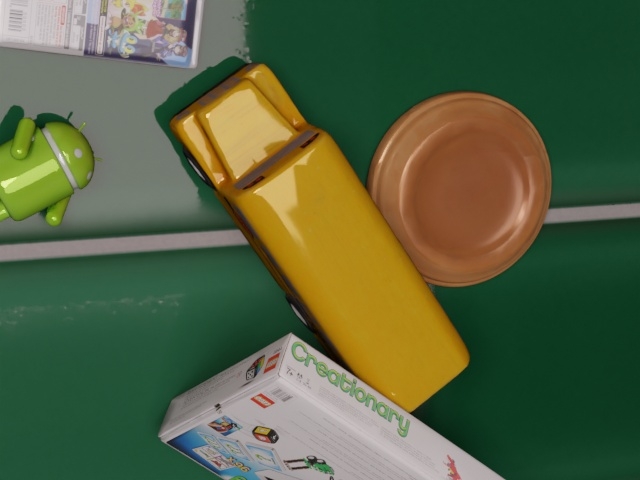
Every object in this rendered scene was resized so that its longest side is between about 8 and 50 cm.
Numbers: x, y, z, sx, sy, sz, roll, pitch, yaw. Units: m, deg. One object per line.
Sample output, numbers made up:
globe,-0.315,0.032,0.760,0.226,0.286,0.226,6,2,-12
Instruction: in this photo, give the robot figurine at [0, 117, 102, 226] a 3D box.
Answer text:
robot figurine,-0.249,-0.061,1.095,0.115,0.067,0.101,-29,137,-11

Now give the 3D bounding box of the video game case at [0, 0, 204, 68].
video game case,-0.187,-0.260,1.097,0.184,0.023,0.201,4,100,-19

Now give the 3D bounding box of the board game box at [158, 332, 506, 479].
board game box,0.023,0.216,1.191,0.305,0.193,0.053,36,47,-22

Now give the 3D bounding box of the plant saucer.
plant saucer,0.144,-0.048,1.247,0.200,0.037,0.199,-4,103,-17

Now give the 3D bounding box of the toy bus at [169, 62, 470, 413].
toy bus,0.000,0.000,1.158,0.108,0.130,0.332,-37,111,-8
